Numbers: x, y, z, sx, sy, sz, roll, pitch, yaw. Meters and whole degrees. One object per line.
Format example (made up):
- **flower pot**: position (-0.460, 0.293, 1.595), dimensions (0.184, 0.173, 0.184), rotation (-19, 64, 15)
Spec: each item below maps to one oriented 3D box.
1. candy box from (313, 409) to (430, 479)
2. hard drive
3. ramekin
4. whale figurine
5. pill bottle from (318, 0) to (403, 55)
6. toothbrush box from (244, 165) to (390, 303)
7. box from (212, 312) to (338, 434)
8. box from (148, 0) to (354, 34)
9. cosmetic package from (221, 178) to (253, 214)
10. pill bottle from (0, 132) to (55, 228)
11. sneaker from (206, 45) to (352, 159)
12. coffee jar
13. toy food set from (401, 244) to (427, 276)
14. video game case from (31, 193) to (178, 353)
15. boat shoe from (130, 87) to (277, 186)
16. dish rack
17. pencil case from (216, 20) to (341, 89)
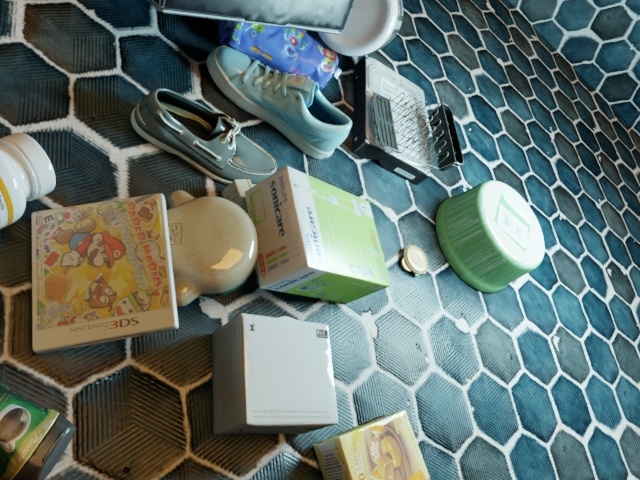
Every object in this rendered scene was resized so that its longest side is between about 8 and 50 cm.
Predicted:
- **candy box**: position (0.125, 0.491, 0.987), dimensions (0.183, 0.087, 0.316), rotation (-5, 70, -41)
- **hard drive**: position (0.202, -0.346, 1.554), dimensions (0.237, 0.064, 0.339), rotation (23, 52, -28)
- **ramekin**: position (0.481, -0.019, 1.528), dimensions (0.303, 0.148, 0.303), rotation (19, 55, -30)
- **whale figurine**: position (-0.247, 0.019, 0.955), dimensions (0.272, 0.141, 0.216), rotation (-3, 66, -13)
- **pill bottle**: position (0.114, -0.611, 1.472), dimensions (0.210, 0.210, 0.363), rotation (47, 22, -7)
- **toothbrush box**: position (0.000, 0.000, 1.102), dimensions (0.283, 0.122, 0.206), rotation (17, 54, -52)
- **box**: position (-0.081, 0.235, 0.947), dimensions (0.181, 0.119, 0.182), rotation (13, 58, -33)
- **box**: position (-0.211, -0.686, 1.146), dimensions (0.480, 0.297, 0.472), rotation (-14, 47, -43)
- **cosmetic package**: position (-0.153, -0.060, 1.103), dimensions (0.041, 0.060, 0.115), rotation (-7, 72, -43)
- **pill bottle**: position (-0.509, -0.063, 0.763), dimensions (0.136, 0.136, 0.246), rotation (51, 45, -3)
- **sneaker**: position (-0.079, -0.346, 1.264), dimensions (0.366, 0.150, 0.135), rotation (32, 48, -20)
- **coffee jar**: position (-0.417, 0.236, 0.703), dimensions (0.184, 0.079, 0.096), rotation (38, 45, -14)
- **toy food set**: position (0.239, 0.050, 1.382), dimensions (0.083, 0.020, 0.083), rotation (29, 50, -23)
- **video game case**: position (-0.335, 0.044, 0.846), dimensions (0.206, 0.026, 0.227), rotation (-9, 68, -8)
- **boat shoe**: position (-0.214, -0.204, 1.108), dimensions (0.319, 0.099, 0.116), rotation (24, 52, -27)
- **dish rack**: position (0.255, -0.303, 1.476), dimensions (0.272, 0.074, 0.208), rotation (13, 57, -33)
- **pencil case**: position (-0.101, -0.469, 1.341), dimensions (0.306, 0.119, 0.133), rotation (22, 64, -28)
